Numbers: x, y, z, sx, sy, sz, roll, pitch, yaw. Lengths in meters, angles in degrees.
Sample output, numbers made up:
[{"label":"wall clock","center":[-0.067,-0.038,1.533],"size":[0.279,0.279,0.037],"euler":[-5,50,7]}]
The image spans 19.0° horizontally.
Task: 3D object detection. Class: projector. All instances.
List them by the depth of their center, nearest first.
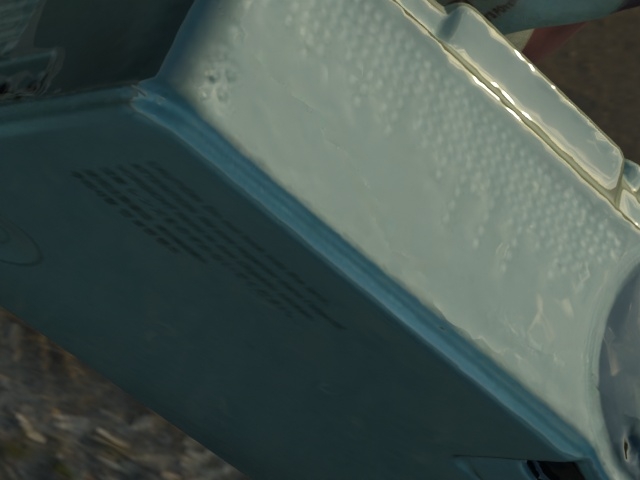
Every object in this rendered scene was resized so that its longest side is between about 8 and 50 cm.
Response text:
[{"label":"projector","center":[0.000,0.000,0.594],"size":[0.256,0.192,0.099],"euler":[39,64,-32]}]

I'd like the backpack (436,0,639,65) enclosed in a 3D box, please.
[{"label":"backpack","center":[0.051,-0.231,0.932],"size":[0.197,0.283,0.317],"euler":[-39,96,-37]}]
